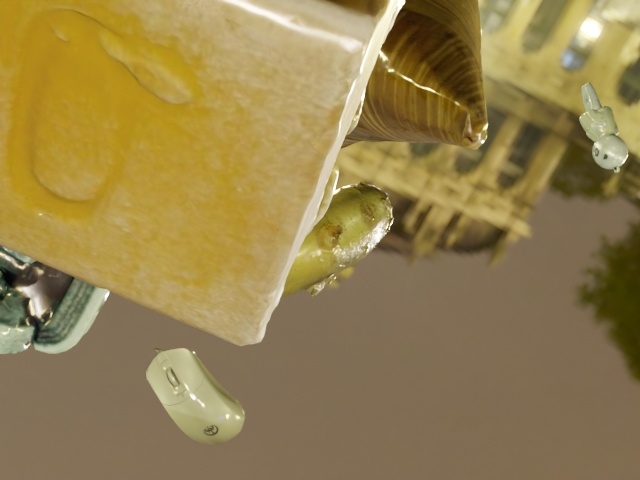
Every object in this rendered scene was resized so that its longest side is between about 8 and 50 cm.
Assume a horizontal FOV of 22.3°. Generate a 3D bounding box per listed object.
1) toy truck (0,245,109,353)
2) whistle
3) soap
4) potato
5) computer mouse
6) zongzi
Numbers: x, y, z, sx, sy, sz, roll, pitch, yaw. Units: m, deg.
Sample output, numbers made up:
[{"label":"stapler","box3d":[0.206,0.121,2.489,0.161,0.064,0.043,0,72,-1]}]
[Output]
[{"label":"toy truck","box3d":[-0.211,-0.075,0.774,0.305,0.136,0.162,28,-164,3]},{"label":"whistle","box3d":[0.280,-0.112,1.618,0.035,0.035,0.100,13,-126,-50]},{"label":"soap","box3d":[-0.099,-0.071,0.408,0.232,0.140,0.073,24,-127,1]},{"label":"potato","box3d":[0.000,0.000,1.579,0.188,0.105,0.085,-31,-86,-39]},{"label":"computer mouse","box3d":[-0.115,0.141,1.452,0.110,0.056,0.032,52,-163,-13]},{"label":"zongzi","box3d":[0.050,-0.180,0.943,0.134,0.286,0.288,16,180,-26]}]
